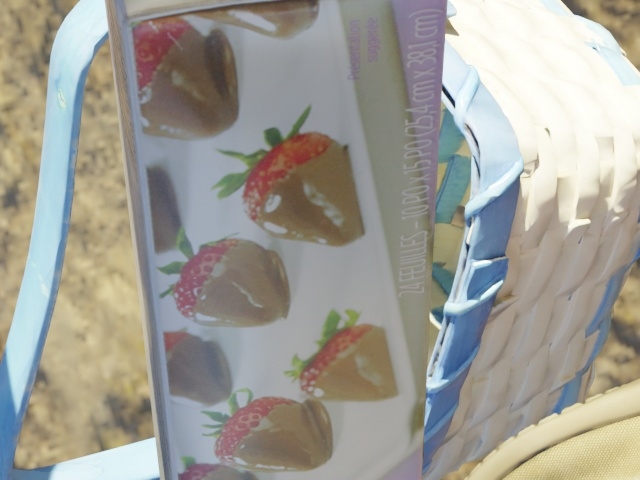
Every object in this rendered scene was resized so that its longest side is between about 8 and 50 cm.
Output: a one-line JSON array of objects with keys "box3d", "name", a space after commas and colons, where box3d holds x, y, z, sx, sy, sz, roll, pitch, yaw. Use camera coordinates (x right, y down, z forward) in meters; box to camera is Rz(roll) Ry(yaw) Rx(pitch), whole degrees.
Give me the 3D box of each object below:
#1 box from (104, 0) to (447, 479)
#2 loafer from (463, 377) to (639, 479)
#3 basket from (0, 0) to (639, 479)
[{"box3d": [-0.011, 0.048, 0.447, 0.067, 0.063, 0.324, -105, 10, -45], "name": "box"}, {"box3d": [0.103, 0.065, 0.520, 0.148, 0.056, 0.050, -33, 72, 21], "name": "loafer"}, {"box3d": [0.000, 0.000, 0.776, 0.201, 0.289, 0.254, 47, 132, 37], "name": "basket"}]
